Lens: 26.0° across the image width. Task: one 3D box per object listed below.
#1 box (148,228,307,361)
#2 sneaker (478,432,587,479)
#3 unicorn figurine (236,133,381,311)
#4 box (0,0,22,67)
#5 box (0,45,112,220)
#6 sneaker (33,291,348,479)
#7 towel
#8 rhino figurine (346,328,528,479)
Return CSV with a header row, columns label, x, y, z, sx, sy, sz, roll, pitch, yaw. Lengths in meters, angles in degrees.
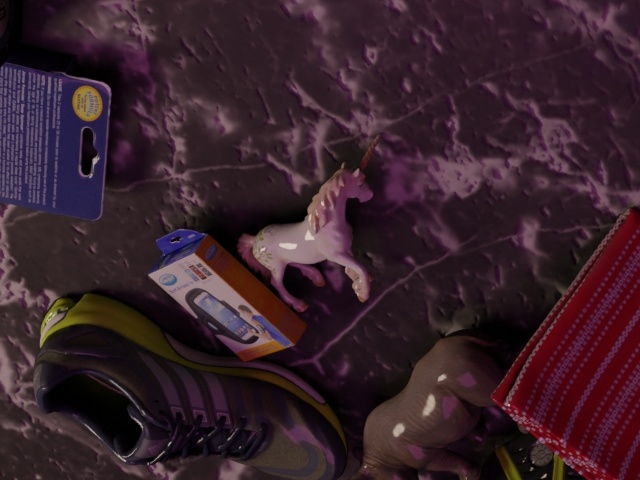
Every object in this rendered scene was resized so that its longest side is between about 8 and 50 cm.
label,x,y,z,sx,sy,sz,roll,pitch,yaw
box,-0.085,0.046,1.181,0.136,0.028,0.081,42,146,-18
sneaker,0.183,0.287,1.265,0.385,0.145,0.147,-36,143,24
unicorn figurine,0.000,0.000,1.135,0.162,0.060,0.111,-21,121,19
box,-0.277,-0.179,0.997,0.078,0.180,0.147,12,123,2
box,-0.279,-0.099,1.134,0.225,0.036,0.136,13,124,3
sneaker,-0.120,0.158,1.220,0.300,0.121,0.111,21,124,-4
towel,0.296,0.131,1.121,0.275,0.031,0.199,38,83,-13
rhino figurine,0.097,0.167,1.218,0.106,0.073,0.243,29,124,-13
